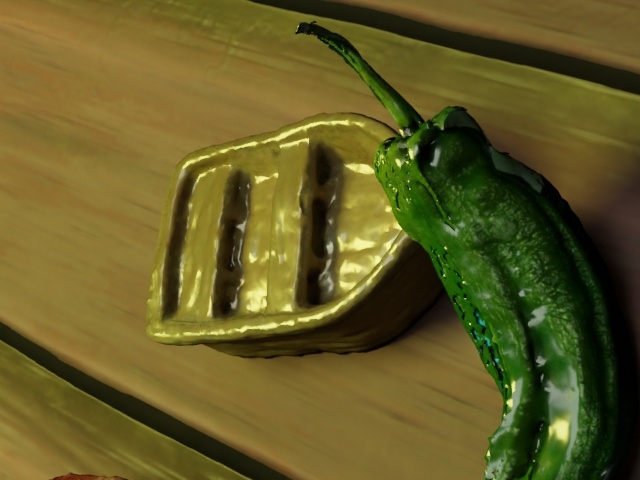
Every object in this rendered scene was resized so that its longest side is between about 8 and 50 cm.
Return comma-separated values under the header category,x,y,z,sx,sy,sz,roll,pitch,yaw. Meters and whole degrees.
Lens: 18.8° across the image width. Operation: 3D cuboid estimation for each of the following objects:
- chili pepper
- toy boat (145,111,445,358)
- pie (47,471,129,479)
category,x,y,z,sx,sy,sz,roll,pitch,yaw
chili pepper,0.071,0.030,0.877,0.065,0.122,0.279,-34,69,62
toy boat,0.000,0.000,0.994,0.188,0.061,0.116,-10,64,41
pie,-0.133,0.230,1.028,0.204,0.054,0.218,31,97,46
